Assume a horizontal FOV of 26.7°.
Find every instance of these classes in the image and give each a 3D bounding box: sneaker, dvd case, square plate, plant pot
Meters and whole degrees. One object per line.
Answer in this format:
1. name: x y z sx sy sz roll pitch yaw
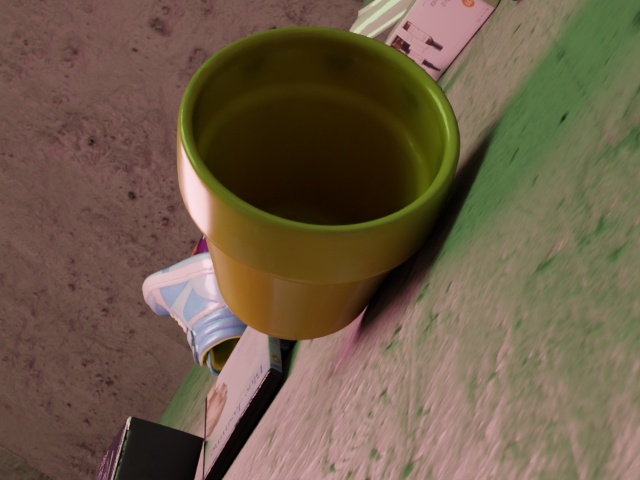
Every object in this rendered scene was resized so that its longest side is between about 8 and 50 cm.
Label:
1. sneaker: -0.218 0.146 2.386 0.319 0.127 0.208 -27 69 59
2. dvd case: -0.106 0.196 1.791 0.180 0.022 0.253 -59 13 14
3. square plate: 0.189 -0.443 2.160 0.347 0.049 0.344 -35 10 19
4. plant pot: -0.013 -0.034 1.291 0.239 0.254 0.254 101 -167 -51

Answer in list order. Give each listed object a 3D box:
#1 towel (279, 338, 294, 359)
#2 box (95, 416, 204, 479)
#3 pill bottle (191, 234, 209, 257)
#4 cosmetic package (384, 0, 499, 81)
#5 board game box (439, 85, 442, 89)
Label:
1. towel: -0.008 0.046 1.872 0.336 0.040 0.243 -56 6 33
2. box: -0.246 0.347 1.822 0.207 0.108 0.153 130 155 -60
3. pill bottle: -0.137 0.026 2.522 0.181 0.181 0.323 -61 6 -32
4. cosmetic package: 0.172 -0.315 1.940 0.060 0.099 0.239 -63 5 -28
5. board game box: 0.059 -0.129 1.886 0.124 0.039 0.259 -1 -40 -40
